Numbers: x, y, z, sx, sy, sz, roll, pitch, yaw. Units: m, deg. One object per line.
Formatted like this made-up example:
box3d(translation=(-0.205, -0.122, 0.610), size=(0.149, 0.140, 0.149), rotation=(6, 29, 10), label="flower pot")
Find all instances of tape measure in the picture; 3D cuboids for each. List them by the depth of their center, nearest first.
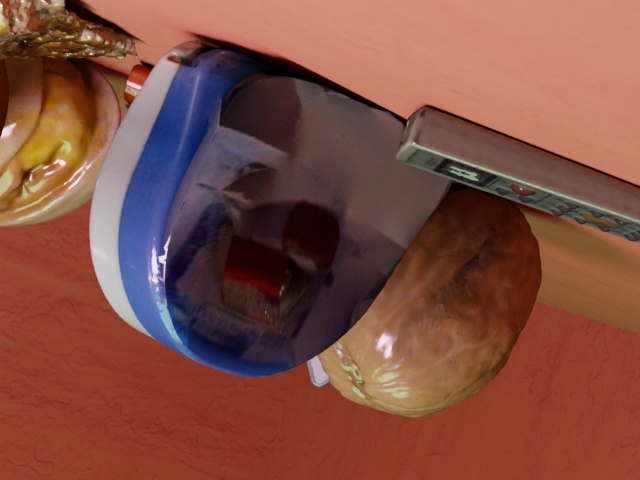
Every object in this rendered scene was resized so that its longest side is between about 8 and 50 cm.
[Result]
box3d(translation=(-0.059, -0.022, 1.510), size=(0.259, 0.262, 0.138), rotation=(24, -173, -42), label="tape measure")

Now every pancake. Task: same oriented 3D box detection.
box3d(translation=(-0.251, -0.167, 1.574), size=(0.244, 0.057, 0.266), rotation=(1, 171, -41), label="pancake")

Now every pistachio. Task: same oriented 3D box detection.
box3d(translation=(-0.362, -0.129, 2.106), size=(0.230, 0.230, 0.309), rotation=(22, 161, -33), label="pistachio")

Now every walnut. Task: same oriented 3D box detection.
box3d(translation=(0.105, 0.053, 1.806), size=(0.225, 0.261, 0.225), rotation=(25, 147, 17), label="walnut")

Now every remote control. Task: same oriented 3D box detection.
box3d(translation=(0.197, -0.033, 1.398), size=(0.285, 0.038, 0.123), rotation=(21, 177, -3), label="remote control")

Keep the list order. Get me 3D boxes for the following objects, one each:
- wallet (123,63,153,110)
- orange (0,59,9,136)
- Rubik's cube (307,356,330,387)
box3d(translation=(-0.103, -0.127, 1.893), size=(0.204, 0.045, 0.142), rotation=(20, 176, -1), label="wallet")
box3d(translation=(-0.440, -0.147, 1.775), size=(0.274, 0.274, 0.274), rotation=(21, 178, 1), label="orange")
box3d(translation=(0.058, -0.005, 2.129), size=(0.233, 0.228, 0.228), rotation=(59, 154, 28), label="Rubik's cube")
